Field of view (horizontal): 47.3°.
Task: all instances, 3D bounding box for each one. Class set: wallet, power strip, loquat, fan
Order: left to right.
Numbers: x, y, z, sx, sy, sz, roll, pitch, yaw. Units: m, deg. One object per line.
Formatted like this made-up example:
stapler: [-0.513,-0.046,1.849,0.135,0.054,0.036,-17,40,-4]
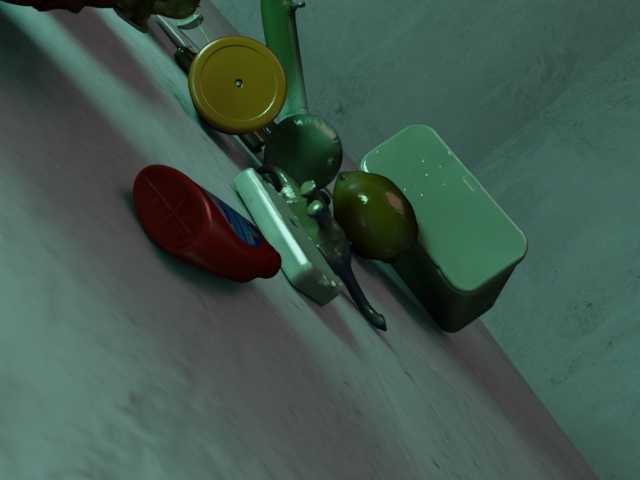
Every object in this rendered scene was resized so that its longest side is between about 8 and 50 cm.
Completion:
wallet: [-0.156,-0.228,1.196,0.198,0.031,0.110,49,8,-3]
power strip: [-0.040,-0.007,0.836,0.081,0.035,0.192,38,15,-53]
fan: [-0.054,-0.195,1.644,0.294,0.012,0.223,43,10,-37]
loquat: [0.094,-0.048,1.334,0.195,0.152,0.152,62,10,7]

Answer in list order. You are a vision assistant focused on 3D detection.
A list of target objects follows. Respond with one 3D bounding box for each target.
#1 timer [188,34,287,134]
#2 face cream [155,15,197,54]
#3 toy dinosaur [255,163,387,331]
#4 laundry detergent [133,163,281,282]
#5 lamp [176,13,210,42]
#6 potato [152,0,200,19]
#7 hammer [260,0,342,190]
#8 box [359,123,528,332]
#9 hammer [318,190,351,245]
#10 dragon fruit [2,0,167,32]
timer: [-0.126,-0.200,1.031,0.132,0.132,0.152,49,-14,-6]
face cream: [-0.257,-0.362,1.291,0.115,0.020,0.038,49,9,12]
toy dinosaur: [0.000,0.000,0.992,0.248,0.075,0.188,51,-3,42]
laundry detergent: [-0.080,-0.004,0.586,0.097,0.049,0.165,50,5,25]
lamp: [-0.220,-0.365,1.488,0.198,0.056,0.050,61,7,-4]
potato: [-0.297,-0.455,1.095,0.296,0.141,0.191,46,-7,-19]
hammer: [-0.040,-0.238,1.108,0.206,0.118,0.336,-98,180,-83]
box: [0.242,-0.008,1.548,0.352,0.177,0.344,53,-11,20]
hammer: [0.001,-0.047,1.214,0.111,0.033,0.288,48,9,-10]
dragon fruit: [-0.205,-0.304,0.507,0.343,0.277,0.277,55,8,-2]
